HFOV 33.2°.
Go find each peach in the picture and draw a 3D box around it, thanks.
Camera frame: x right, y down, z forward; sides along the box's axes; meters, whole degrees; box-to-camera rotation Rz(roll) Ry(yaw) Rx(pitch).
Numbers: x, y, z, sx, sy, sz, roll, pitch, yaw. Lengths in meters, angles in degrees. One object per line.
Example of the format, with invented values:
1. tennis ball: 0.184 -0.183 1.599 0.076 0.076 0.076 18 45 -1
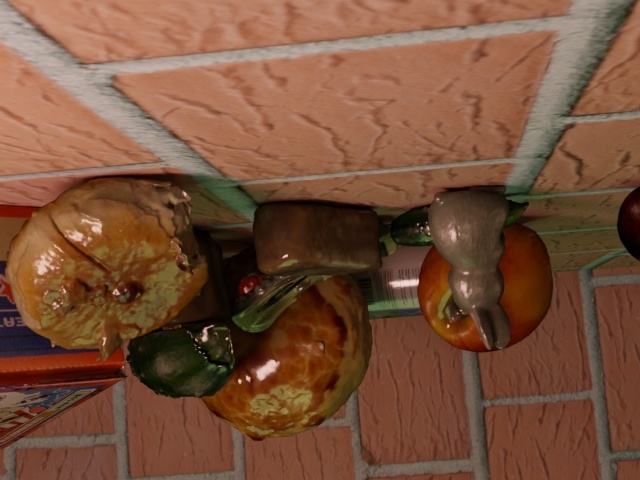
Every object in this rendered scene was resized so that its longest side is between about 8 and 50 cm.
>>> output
1. peach: 0.309 0.075 1.962 0.281 0.238 0.281 -42 168 -11

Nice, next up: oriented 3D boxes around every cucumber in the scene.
1. cucumber: 0.217 -0.032 1.689 0.227 0.069 0.069 -10 172 21
2. cucumber: -0.238 0.203 1.808 0.105 0.145 0.325 -13 177 -29

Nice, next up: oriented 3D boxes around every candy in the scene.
1. candy: 0.000 0.000 1.631 0.102 0.104 0.234 -8 173 37

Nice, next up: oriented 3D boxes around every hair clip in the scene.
1. hair clip: -0.020 0.042 1.857 0.321 0.091 0.138 -29 157 0

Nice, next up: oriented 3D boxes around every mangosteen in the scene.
1. mangosteen: 0.526 -0.032 1.618 0.152 0.153 0.152 -4 174 0

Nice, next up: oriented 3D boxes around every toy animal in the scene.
1. toy animal: 0.216 0.037 1.569 0.138 0.236 0.108 3 -179 -32

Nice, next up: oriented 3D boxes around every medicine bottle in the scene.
1. medicine bottle: 0.209 0.076 2.211 0.288 0.157 0.157 -6 173 16

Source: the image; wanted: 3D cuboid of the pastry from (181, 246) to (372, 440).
1. pastry: -0.093 0.192 2.061 0.388 0.389 0.312 -5 173 6

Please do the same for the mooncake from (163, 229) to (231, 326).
1. mooncake: -0.300 0.069 1.811 0.290 0.161 0.290 -5 175 0

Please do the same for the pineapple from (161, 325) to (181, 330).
1. pineapple: -0.348 0.134 2.301 0.357 0.223 0.223 21 162 -28

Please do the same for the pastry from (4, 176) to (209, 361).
1. pastry: -0.259 0.036 1.311 0.235 0.121 0.257 -19 142 -13

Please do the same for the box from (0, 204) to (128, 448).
1. box: -0.506 0.136 1.463 0.318 0.257 0.348 5 151 -47
